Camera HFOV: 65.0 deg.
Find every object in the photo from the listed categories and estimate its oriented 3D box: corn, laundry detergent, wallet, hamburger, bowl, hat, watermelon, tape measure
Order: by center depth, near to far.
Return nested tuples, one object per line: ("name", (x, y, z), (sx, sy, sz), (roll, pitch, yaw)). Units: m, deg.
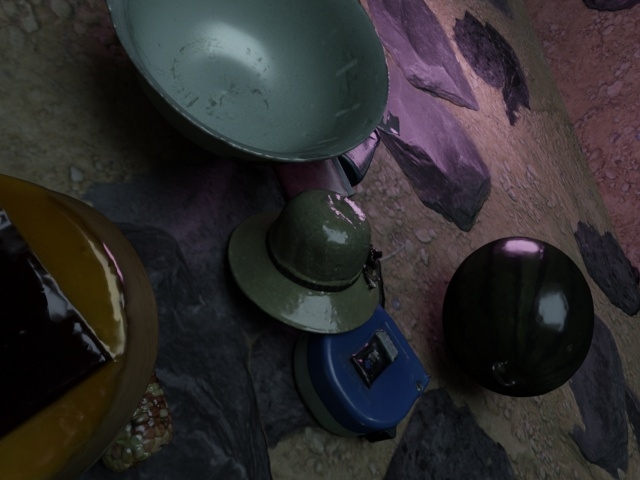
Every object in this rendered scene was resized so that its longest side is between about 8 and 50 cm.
("hamburger", (-0.289, 0.084, 0.418), (0.299, 0.176, 0.301), (4, 73, -14))
("corn", (-0.239, 0.122, 0.550), (0.086, 0.086, 0.254), (-17, 76, -48))
("hat", (0.000, 0.000, 0.749), (0.257, 0.130, 0.257), (16, 41, -14))
("bowl", (-0.122, -0.269, 0.787), (0.434, 0.196, 0.436), (13, 61, -26))
("tape measure", (0.028, 0.137, 0.792), (0.351, 0.097, 0.215), (55, 41, 1))
("wallet", (-0.040, -0.163, 0.917), (0.119, 0.025, 0.232), (-25, 83, -13))
("watermelon", (0.383, 0.150, 0.988), (0.279, 0.278, 0.359), (45, 42, -15))
("laundry detergent", (0.076, -0.199, 1.060), (0.096, 0.061, 0.206), (40, 44, -9))

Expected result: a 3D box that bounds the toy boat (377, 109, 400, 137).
("toy boat", (0.033, -0.333, 1.044), (0.317, 0.072, 0.219), (6, 66, -24))
